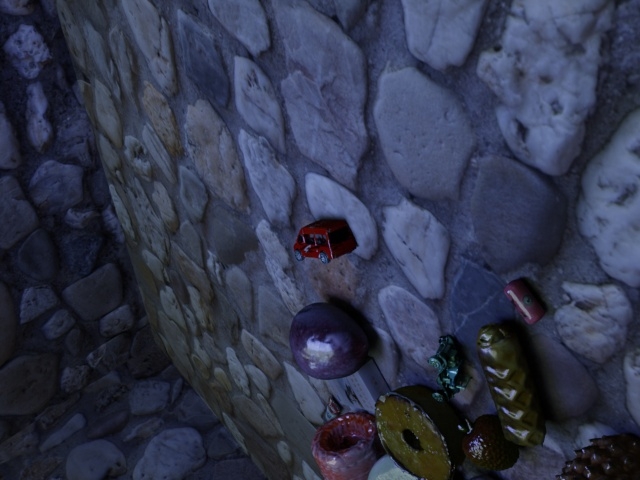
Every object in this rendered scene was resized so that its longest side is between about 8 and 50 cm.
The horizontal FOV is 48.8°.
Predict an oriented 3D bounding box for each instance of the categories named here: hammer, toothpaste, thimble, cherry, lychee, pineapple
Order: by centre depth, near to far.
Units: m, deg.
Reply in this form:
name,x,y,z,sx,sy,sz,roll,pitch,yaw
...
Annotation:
name,x,y,z,sx,sy,sz,roll,pitch,yaw
pineapple,0.451,0.498,1.175,0.223,0.357,0.223,38,146,32
hammer,0.361,0.108,1.248,0.083,0.043,0.043,55,154,6
lychee,0.365,0.439,1.537,0.146,0.114,0.114,38,152,5
cherry,0.018,0.271,1.878,0.266,0.184,0.213,-9,122,46
thimble,0.093,0.630,2.100,0.239,0.239,0.162,6,122,58
toothpaste,0.035,0.599,2.390,0.062,0.039,0.239,51,153,27

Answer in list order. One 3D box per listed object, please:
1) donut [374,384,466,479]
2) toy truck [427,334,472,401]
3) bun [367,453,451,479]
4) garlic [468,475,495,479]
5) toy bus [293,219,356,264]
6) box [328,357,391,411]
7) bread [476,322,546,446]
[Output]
name,x,y,z,sx,sy,sz,roll,pitch,yaw
donut,0.255,0.477,1.760,0.272,0.107,0.272,31,132,42
toy truck,0.288,0.286,1.549,0.078,0.080,0.154,11,133,28
bun,0.270,0.689,1.931,0.283,0.179,0.284,13,113,33
garlic,0.387,0.722,1.678,0.245,0.253,0.245,35,152,22
toy bus,0.000,0.000,1.716,0.195,0.081,0.089,3,113,59
box,0.101,0.406,2.018,0.233,0.067,0.150,-9,110,62
bread,0.371,0.277,1.374,0.087,0.098,0.270,-15,112,19
